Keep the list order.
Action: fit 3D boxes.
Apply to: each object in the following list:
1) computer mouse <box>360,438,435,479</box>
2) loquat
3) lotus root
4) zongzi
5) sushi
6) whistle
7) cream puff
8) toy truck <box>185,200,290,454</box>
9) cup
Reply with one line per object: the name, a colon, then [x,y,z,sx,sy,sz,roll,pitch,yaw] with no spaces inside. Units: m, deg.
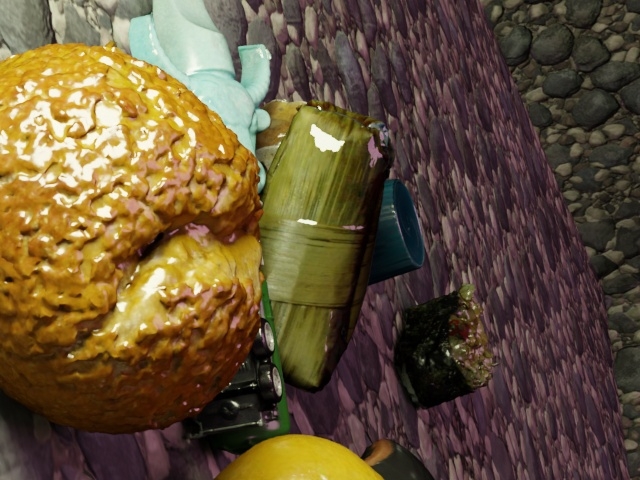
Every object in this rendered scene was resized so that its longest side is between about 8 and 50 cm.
computer mouse: [0.079,0.316,1.699,0.183,0.116,0.323,59,24,3]
loquat: [-0.016,0.273,1.377,0.208,0.208,0.208,-15,90,-73]
lotus root: [-0.035,-0.091,1.771,0.081,0.112,0.122,-72,145,-48]
zongzi: [0.000,0.000,1.688,0.300,0.138,0.286,-8,114,-81]
sushi: [0.187,0.165,2.259,0.212,0.115,0.147,-58,130,-69]
whistle: [-0.120,-0.142,1.589,0.186,0.093,0.273,6,66,-53]
cream puff: [-0.145,-0.004,1.182,0.303,0.212,0.303,-10,90,-76]
toy truck: [-0.088,0.080,1.487,0.125,0.101,0.242,21,58,-75]
cup: [0.031,-0.019,1.849,0.131,0.155,0.176,50,31,-55]
